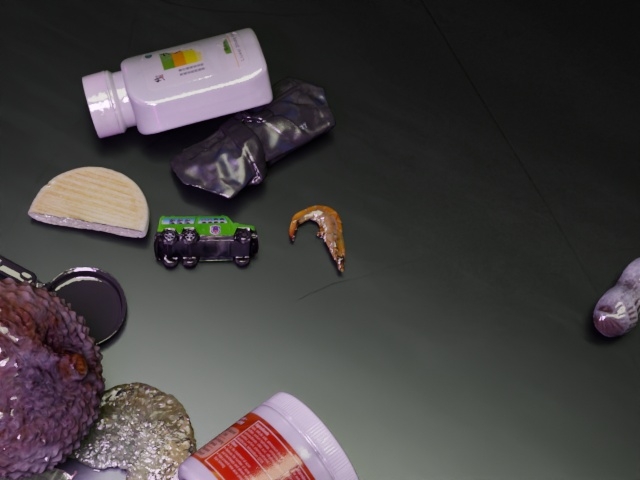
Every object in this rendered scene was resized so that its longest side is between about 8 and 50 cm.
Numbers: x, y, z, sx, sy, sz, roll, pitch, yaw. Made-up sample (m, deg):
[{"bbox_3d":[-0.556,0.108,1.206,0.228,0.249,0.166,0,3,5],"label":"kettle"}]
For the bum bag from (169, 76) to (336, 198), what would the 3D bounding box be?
[{"bbox_3d":[-0.102,-0.170,1.990,0.310,0.074,0.137,-39,64,-21],"label":"bum bag"}]

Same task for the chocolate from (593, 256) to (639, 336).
[{"bbox_3d":[0.497,0.091,1.929,0.072,0.072,0.167,37,64,12],"label":"chocolate"}]

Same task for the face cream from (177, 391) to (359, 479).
[{"bbox_3d":[-0.072,0.344,1.675,0.187,0.201,0.201,-35,73,-20],"label":"face cream"}]

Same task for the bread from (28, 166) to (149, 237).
[{"bbox_3d":[-0.362,-0.066,1.933,0.193,0.036,0.112,9,59,2],"label":"bread"}]

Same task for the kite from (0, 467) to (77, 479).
[{"bbox_3d":[-0.512,0.384,1.713,0.323,0.013,0.267,-2,65,-8],"label":"kite"}]

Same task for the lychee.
[{"bbox_3d":[-0.447,0.198,1.666,0.300,0.300,0.300,2,64,-5],"label":"lychee"}]

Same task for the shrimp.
[{"bbox_3d":[0.000,0.000,1.944,0.091,0.025,0.127,-16,63,-13],"label":"shrimp"}]

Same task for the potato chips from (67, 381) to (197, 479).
[{"bbox_3d":[-0.277,0.315,1.763,0.202,0.029,0.220,-24,68,-19],"label":"potato chips"}]

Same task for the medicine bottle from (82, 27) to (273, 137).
[{"bbox_3d":[-0.236,-0.256,1.978,0.296,0.111,0.161,-15,41,-4],"label":"medicine bottle"}]

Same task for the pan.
[{"bbox_3d":[-0.412,0.082,1.858,0.235,0.028,0.136,28,64,4],"label":"pan"}]

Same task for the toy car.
[{"bbox_3d":[-0.181,-0.002,1.903,0.165,0.071,0.062,-1,51,-6],"label":"toy car"}]
